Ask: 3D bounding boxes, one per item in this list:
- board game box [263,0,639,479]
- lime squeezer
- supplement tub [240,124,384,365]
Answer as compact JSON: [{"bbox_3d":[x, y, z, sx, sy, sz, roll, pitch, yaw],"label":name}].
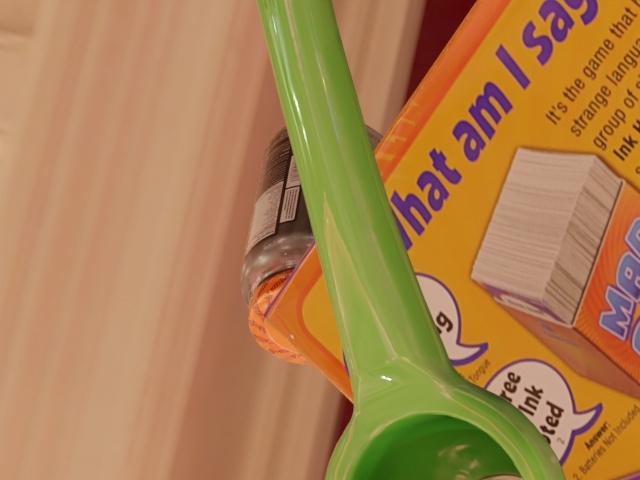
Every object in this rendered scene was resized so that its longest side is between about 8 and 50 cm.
[{"bbox_3d":[0.269,-0.015,0.885,0.356,0.356,0.356,43,-148,14],"label":"board game box"},{"bbox_3d":[0.053,0.066,0.389,0.059,0.110,0.310,-15,114,51],"label":"lime squeezer"},{"bbox_3d":[0.000,0.000,1.492,0.117,0.190,0.117,4,135,4],"label":"supplement tub"}]
